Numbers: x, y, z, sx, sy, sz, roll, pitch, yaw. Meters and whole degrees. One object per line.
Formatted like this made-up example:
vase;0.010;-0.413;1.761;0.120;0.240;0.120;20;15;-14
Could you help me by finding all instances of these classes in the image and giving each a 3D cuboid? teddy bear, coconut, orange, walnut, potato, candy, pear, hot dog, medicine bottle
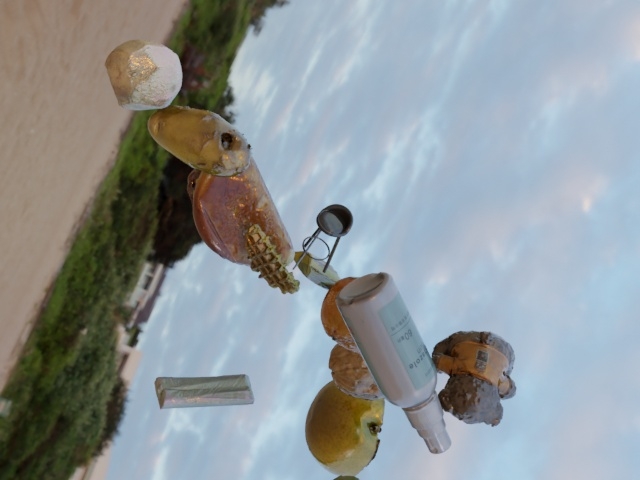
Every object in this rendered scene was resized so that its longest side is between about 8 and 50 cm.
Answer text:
teddy bear;0.295;0.261;1.523;0.140;0.177;0.190;108;-1;-54
coconut;-0.439;-0.415;2.002;0.194;0.194;0.194;-55;-162;28
orange;0.089;0.171;1.794;0.161;0.193;0.193;-56;-168;-22
walnut;0.142;0.354;2.259;0.198;0.245;0.198;173;-90;-70
potato;-0.290;-0.245;1.932;0.300;0.173;0.140;28;-96;31
candy;-0.002;0.102;2.570;0.081;0.187;0.297;-57;-156;-4
pear;0.055;0.577;2.579;0.386;0.192;0.340;145;-37;-69
hot dog;-0.239;-0.079;2.231;0.223;0.405;0.185;-25;-158;-1
medicine bottle;0.147;0.229;1.422;0.110;0.351;0.110;-24;-163;8

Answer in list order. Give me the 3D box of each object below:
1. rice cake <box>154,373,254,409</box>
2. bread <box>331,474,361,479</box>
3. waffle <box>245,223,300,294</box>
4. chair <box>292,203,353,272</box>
rice cake;-0.265;0.347;1.822;0.080;0.222;0.042;-110;-150;-45
bread;0.001;0.675;1.829;0.301;0.045;0.301;-42;-163;16
waffle;-0.124;0.057;2.071;0.046;0.192;0.160;-37;152;-37
chair;0.001;0.000;2.142;0.095;0.104;0.221;-24;157;-44
